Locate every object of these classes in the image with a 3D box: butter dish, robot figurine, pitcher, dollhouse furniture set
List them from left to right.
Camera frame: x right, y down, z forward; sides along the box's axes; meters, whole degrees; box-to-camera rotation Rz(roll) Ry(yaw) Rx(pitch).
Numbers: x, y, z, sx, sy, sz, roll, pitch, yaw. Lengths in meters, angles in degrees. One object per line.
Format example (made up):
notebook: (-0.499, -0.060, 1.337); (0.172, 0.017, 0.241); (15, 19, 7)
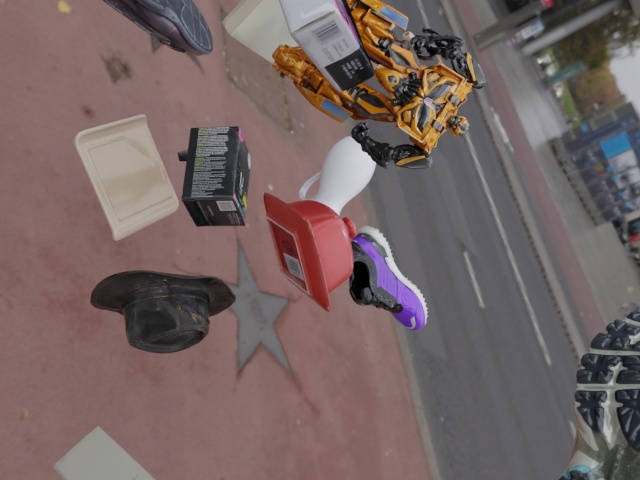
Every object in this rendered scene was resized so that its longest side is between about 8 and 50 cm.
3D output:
butter dish: (0.000, 0.000, 0.976); (0.160, 0.118, 0.159); (32, -40, 56)
pitcher: (0.037, -0.164, 1.654); (0.125, 0.207, 0.178); (26, 6, -46)
robot figurine: (0.085, -0.232, 0.925); (0.291, 0.211, 0.085); (34, 8, 11)
dollhouse furniture set: (0.168, -0.410, 1.490); (0.081, 0.114, 0.091); (37, 52, -53)

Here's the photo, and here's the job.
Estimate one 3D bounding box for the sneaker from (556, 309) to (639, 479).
sneaker: (0.285, 0.192, 0.601); (0.283, 0.110, 0.122); (-58, 139, -16)

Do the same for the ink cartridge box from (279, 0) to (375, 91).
ink cartridge box: (-0.038, -0.380, 0.798); (0.370, 0.069, 0.176); (69, 14, 14)

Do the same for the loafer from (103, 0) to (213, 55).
loafer: (-0.317, -0.445, 1.265); (0.302, 0.095, 0.109); (25, 55, -69)

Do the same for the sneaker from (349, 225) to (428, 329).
sneaker: (0.139, 0.122, 1.556); (0.293, 0.102, 0.146); (55, 51, -14)

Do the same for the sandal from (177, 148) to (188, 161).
sandal: (-0.245, -0.179, 1.465); (0.254, 0.097, 0.054); (-17, 94, -81)

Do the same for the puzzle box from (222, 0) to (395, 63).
puzzle box: (-0.013, -0.520, 1.563); (0.409, 0.272, 0.052); (17, 37, -59)

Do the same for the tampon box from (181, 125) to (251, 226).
tampon box: (-0.199, -0.123, 1.267); (0.120, 0.102, 0.161); (78, 13, -65)

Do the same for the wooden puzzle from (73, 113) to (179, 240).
wooden puzzle: (-0.424, -0.142, 1.426); (0.221, 0.044, 0.238); (-39, 117, -57)

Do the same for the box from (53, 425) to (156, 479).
box: (-0.367, 0.453, 1.171); (0.113, 0.275, 0.094); (-42, 125, -25)

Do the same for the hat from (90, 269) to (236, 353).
hat: (-0.358, 0.185, 1.492); (0.331, 0.331, 0.133); (30, 47, -51)
